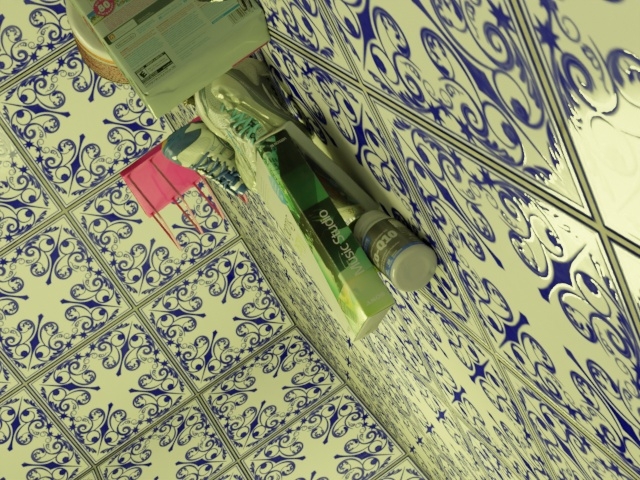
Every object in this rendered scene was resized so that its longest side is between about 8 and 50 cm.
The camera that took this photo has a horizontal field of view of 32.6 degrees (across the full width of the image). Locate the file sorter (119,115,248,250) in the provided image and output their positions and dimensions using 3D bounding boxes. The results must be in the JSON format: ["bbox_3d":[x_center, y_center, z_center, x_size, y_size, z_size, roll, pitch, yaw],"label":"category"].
[{"bbox_3d":[-0.303,-0.145,2.710,0.182,0.290,0.202,47,169,30],"label":"file sorter"}]

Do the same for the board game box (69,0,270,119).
[{"bbox_3d":[-0.255,-0.376,1.709,0.303,0.224,0.097,53,174,19],"label":"board game box"}]

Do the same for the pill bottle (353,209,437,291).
[{"bbox_3d":[0.109,0.012,1.648,0.137,0.078,0.078,45,167,50],"label":"pill bottle"}]

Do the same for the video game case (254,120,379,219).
[{"bbox_3d":[-0.010,-0.110,1.807,0.201,0.023,0.183,43,166,-11],"label":"video game case"}]

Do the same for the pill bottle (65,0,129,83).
[{"bbox_3d":[-0.418,-0.459,2.342,0.224,0.224,0.392,56,172,-3],"label":"pill bottle"}]

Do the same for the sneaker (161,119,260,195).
[{"bbox_3d":[-0.194,-0.162,2.271,0.296,0.112,0.131,5,-129,-49],"label":"sneaker"}]

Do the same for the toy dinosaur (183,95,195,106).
[{"bbox_3d":[-0.221,-0.298,2.332,0.160,0.121,0.313,41,164,14],"label":"toy dinosaur"}]

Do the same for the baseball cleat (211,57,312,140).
[{"bbox_3d":[-0.086,-0.239,1.851,0.206,0.109,0.072,32,150,-29],"label":"baseball cleat"}]

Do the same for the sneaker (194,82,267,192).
[{"bbox_3d":[-0.140,-0.224,2.184,0.283,0.110,0.122,56,155,-19],"label":"sneaker"}]

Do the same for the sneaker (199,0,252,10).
[{"bbox_3d":[-0.181,-0.423,1.501,0.268,0.101,0.153,49,168,22],"label":"sneaker"}]

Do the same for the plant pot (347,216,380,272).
[{"bbox_3d":[0.088,0.011,1.812,0.079,0.083,0.083,46,178,-32],"label":"plant pot"}]

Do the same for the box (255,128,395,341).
[{"bbox_3d":[0.000,0.000,1.750,0.322,0.058,0.232,56,169,10],"label":"box"}]
